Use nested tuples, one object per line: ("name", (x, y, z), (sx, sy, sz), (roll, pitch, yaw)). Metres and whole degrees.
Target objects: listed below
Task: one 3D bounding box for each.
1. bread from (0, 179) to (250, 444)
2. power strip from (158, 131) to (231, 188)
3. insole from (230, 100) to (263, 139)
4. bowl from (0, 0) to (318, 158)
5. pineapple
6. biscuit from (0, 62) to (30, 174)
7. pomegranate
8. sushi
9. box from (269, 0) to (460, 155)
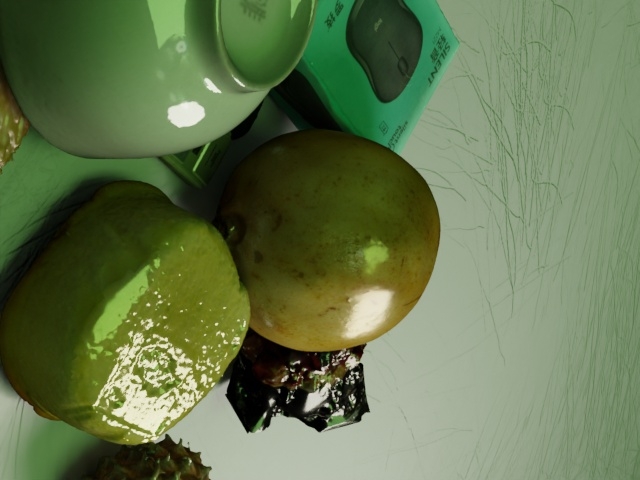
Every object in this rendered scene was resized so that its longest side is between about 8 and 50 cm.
("bread", (-0.200, 0.077, 1.606), (0.270, 0.148, 0.270), (-27, 127, -42))
("power strip", (-0.148, -0.115, 1.676), (0.076, 0.028, 0.169), (-63, 147, -10))
("insole", (-0.076, -0.234, 1.732), (0.086, 0.005, 0.253), (-20, 125, -51))
("bowl", (-0.123, -0.237, 1.451), (0.354, 0.185, 0.354), (-30, 126, -53))
("pineapple", (-0.188, 0.297, 1.755), (0.193, 0.166, 0.166), (-33, 134, -55))
("biscuit", (-0.337, -0.148, 1.372), (0.254, 0.035, 0.254), (-35, 136, -41))
("pomegranate", (0.000, 0.000, 1.731), (0.264, 0.264, 0.264), (-33, 134, -42))
("sushi", (-0.020, 0.132, 1.898), (0.172, 0.153, 0.150), (-11, 140, -31))
("box", (0.030, -0.237, 1.776), (0.205, 0.118, 0.311), (-59, 148, -13))
